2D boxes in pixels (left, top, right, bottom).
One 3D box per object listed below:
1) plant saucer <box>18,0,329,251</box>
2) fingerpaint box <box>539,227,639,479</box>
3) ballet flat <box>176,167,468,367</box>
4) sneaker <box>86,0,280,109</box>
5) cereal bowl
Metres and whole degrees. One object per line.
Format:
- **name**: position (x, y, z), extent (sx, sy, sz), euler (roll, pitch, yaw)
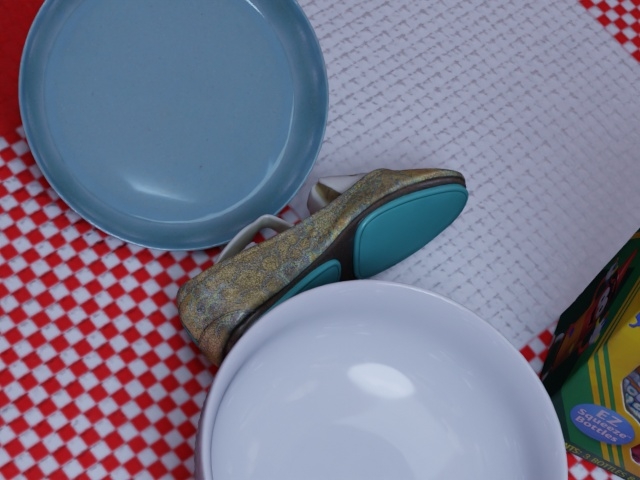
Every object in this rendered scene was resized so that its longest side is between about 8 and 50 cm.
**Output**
- **plant saucer**: position (-0.147, -0.148, 1.361), extent (0.318, 0.044, 0.317), euler (0, 91, -18)
- **fingerpaint box**: position (0.467, 0.148, 1.236), extent (0.445, 0.371, 0.163), euler (27, 58, 0)
- **ballet flat**: position (0.000, 0.000, 1.350), extent (0.348, 0.123, 0.123), euler (-35, 75, -28)
- **sneaker**: position (-0.157, -0.183, 1.429), extent (0.282, 0.102, 0.161), euler (10, 76, -12)
- **cereal bowl**: position (0.046, 0.214, 1.221), extent (0.339, 0.141, 0.339), euler (6, 60, -11)
